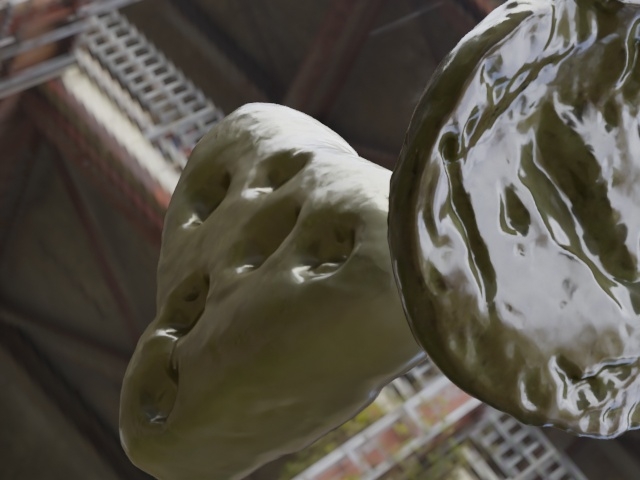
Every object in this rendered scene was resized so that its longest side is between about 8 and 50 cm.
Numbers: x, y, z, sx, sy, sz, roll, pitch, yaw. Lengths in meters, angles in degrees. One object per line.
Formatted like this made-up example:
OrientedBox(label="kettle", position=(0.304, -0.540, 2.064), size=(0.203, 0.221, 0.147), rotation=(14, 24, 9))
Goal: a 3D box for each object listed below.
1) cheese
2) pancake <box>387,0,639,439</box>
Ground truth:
OrientedBox(label="cheese", position=(0.000, 0.000, 1.308), size=(0.130, 0.351, 0.328), rotation=(34, -39, -27))
OrientedBox(label="pancake", position=(0.130, -0.012, 0.850), size=(0.050, 0.242, 0.241), rotation=(1, -68, 57))
